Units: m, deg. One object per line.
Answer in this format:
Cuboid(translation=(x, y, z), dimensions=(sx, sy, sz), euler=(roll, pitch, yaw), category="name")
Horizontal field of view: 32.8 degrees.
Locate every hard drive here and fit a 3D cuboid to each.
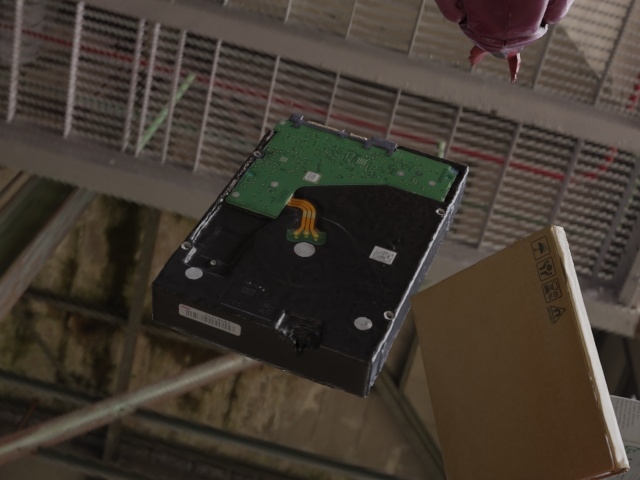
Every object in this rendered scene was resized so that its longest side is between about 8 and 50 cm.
Cuboid(translation=(0.000, 0.000, 1.165), dimensions=(0.236, 0.339, 0.064), euler=(18, -47, 12), category="hard drive")

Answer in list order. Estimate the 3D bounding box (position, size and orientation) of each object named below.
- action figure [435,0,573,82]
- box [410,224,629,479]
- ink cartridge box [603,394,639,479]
Cuboid(translation=(0.194, -0.291, 1.026), dimensions=(0.248, 0.276, 0.370), euler=(-4, -47, 2), category="action figure")
Cuboid(translation=(0.153, 0.110, 0.890), dimensions=(0.021, 0.201, 0.164), euler=(11, -31, -41), category="box")
Cuboid(translation=(0.526, 0.305, 1.448), dimensions=(0.330, 0.071, 0.324), euler=(10, -22, 12), category="ink cartridge box")
